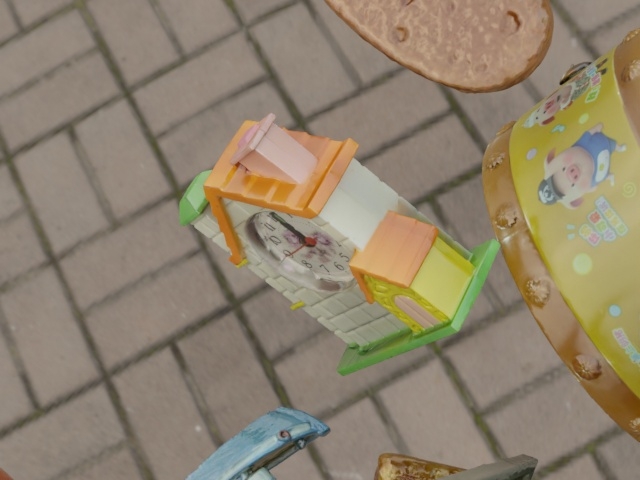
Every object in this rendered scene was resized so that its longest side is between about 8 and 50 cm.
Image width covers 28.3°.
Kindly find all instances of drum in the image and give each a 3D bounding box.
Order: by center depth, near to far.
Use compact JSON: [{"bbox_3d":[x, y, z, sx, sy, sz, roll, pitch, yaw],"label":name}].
[{"bbox_3d":[0.372,-0.002,1.292,0.214,0.431,0.431,-37,58,29],"label":"drum"}]

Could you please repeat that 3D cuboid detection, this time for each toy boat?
[{"bbox_3d":[-0.075,0.282,1.463,0.215,0.088,0.102,-40,71,-10],"label":"toy boat"}]

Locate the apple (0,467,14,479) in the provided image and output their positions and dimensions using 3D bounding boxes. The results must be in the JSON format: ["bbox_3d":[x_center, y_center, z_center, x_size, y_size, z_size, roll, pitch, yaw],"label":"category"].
[{"bbox_3d":[-0.447,0.354,1.525,0.209,0.164,0.209,-6,78,30],"label":"apple"}]

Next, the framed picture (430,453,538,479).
[{"bbox_3d":[0.063,0.351,1.108,0.028,0.446,0.326,24,95,24],"label":"framed picture"}]

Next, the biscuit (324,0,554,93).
[{"bbox_3d":[0.081,-0.192,0.718,0.186,0.036,0.192,40,107,24],"label":"biscuit"}]

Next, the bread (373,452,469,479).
[{"bbox_3d":[0.192,0.306,1.460,0.271,0.139,0.077,14,73,3],"label":"bread"}]

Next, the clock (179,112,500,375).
[{"bbox_3d":[0.000,0.000,1.227,0.255,0.220,0.106,37,59,-14],"label":"clock"}]
